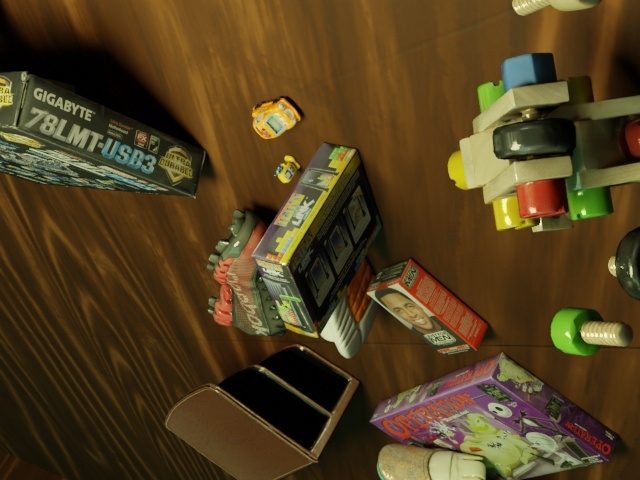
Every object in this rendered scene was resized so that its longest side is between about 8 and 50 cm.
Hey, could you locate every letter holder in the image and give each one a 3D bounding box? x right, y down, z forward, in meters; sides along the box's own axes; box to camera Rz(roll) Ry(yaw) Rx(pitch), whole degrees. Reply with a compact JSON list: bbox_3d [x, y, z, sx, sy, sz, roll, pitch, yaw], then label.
[{"bbox_3d":[-0.110,0.267,1.745,0.214,0.152,0.302,35,151,-6],"label":"letter holder"}]

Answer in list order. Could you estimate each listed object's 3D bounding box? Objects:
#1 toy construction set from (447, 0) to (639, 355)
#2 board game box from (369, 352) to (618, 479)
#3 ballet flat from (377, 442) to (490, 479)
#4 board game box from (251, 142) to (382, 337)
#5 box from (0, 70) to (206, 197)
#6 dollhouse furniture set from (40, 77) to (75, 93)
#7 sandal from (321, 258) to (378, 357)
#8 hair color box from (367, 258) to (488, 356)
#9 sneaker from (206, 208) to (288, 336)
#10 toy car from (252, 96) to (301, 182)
[{"bbox_3d":[0.177,-0.105,0.871,0.309,0.257,0.237,61,156,-12],"label":"toy construction set"},{"bbox_3d":[0.237,0.271,1.551,0.208,0.056,0.347,39,150,-8],"label":"board game box"},{"bbox_3d":[0.233,0.376,1.596,0.316,0.107,0.106,32,132,-16],"label":"ballet flat"},{"bbox_3d":[0.000,0.000,1.204,0.048,0.170,0.141,14,147,29],"label":"board game box"},{"bbox_3d":[-0.343,-0.124,1.293,0.293,0.073,0.295,4,171,36],"label":"box"},{"bbox_3d":[-0.387,-0.237,1.324,0.144,0.123,0.151,-2,173,44],"label":"dollhouse furniture set"},{"bbox_3d":[0.000,0.032,1.341,0.076,0.102,0.265,9,137,35],"label":"sandal"},{"bbox_3d":[0.135,0.086,1.350,0.141,0.043,0.072,40,150,-17],"label":"hair color box"},{"bbox_3d":[-0.077,0.053,1.432,0.135,0.098,0.276,25,153,8],"label":"sneaker"},{"bbox_3d":[-0.040,-0.106,1.205,0.060,0.040,0.122,8,144,34],"label":"toy car"}]
